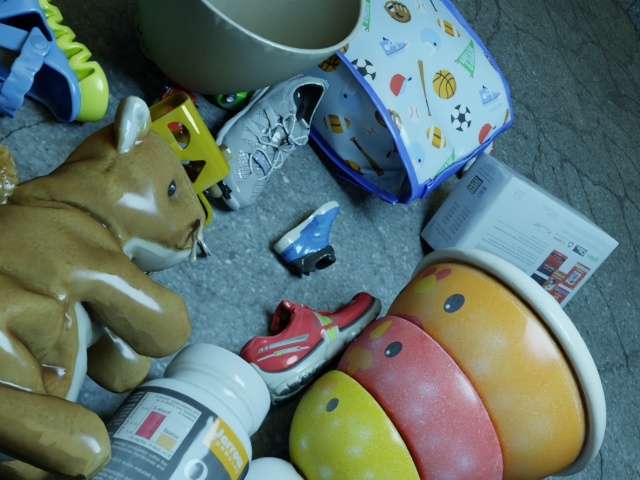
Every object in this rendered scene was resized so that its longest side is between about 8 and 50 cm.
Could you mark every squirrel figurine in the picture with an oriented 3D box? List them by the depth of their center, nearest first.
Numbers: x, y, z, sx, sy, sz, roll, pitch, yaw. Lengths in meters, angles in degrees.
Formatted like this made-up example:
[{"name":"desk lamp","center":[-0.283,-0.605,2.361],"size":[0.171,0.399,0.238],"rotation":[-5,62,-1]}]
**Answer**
[{"name":"squirrel figurine","center":[-0.305,-0.002,0.692],"size":[0.397,0.281,0.370],"rotation":[32,58,-10]}]

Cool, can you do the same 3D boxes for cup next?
[{"name":"cup","center":[-0.136,-0.346,1.018],"size":[0.331,0.237,0.331],"rotation":[17,57,-29]}]

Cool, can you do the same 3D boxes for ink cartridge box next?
[{"name":"ink cartridge box","center":[0.365,0.022,1.363],"size":[0.309,0.272,0.130],"rotation":[26,19,-28]}]

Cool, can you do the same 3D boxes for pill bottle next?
[{"name":"pill bottle","center":[-0.173,0.252,0.754],"size":[0.162,0.162,0.278],"rotation":[45,44,-10]}]

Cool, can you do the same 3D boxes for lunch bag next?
[{"name":"lunch bag","center":[0.133,-0.278,1.271],"size":[0.328,0.239,0.385],"rotation":[-37,83,-32]}]

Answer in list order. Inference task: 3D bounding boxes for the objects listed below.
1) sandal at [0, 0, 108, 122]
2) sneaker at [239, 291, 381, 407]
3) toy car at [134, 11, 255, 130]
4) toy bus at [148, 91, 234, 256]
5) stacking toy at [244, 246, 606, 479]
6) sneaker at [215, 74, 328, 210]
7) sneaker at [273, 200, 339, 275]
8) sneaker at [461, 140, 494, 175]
[{"name":"sandal","center":[-0.414,-0.281,0.911],"size":[0.138,0.126,0.317],"rotation":[-35,88,-43]},{"name":"sneaker","center":[-0.009,0.126,1.027],"size":[0.118,0.107,0.279],"rotation":[46,37,11]},{"name":"toy car","center":[-0.192,-0.251,1.133],"size":[0.225,0.053,0.239],"rotation":[5,62,-40]},{"name":"toy bus","center":[-0.173,-0.102,0.956],"size":[0.104,0.202,0.191],"rotation":[-32,74,-7]},{"name":"stacking toy","center":[0.084,0.250,0.894],"size":[0.480,0.350,0.350],"rotation":[-27,83,-24]},{"name":"sneaker","center":[-0.077,-0.170,1.101],"size":[0.105,0.115,0.281],"rotation":[51,51,-42]},{"name":"sneaker","center":[0.000,0.000,1.137],"size":[0.084,0.058,0.152],"rotation":[48,47,2]},{"name":"sneaker","center":[0.334,-0.226,1.576],"size":[0.093,0.088,0.225],"rotation":[19,50,-6]}]
